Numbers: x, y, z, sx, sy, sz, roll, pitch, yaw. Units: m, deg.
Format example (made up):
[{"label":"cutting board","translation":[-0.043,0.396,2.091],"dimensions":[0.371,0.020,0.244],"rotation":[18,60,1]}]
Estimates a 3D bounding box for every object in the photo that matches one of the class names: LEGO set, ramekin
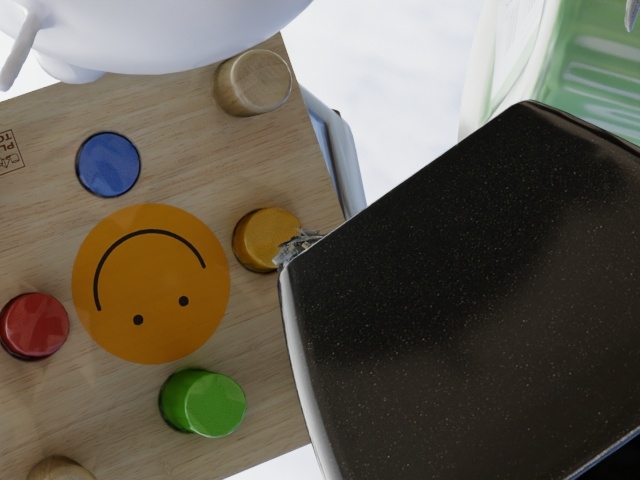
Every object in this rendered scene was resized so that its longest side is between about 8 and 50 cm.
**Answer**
[{"label":"LEGO set","translation":[0.002,0.000,0.977],"dimensions":[0.054,0.083,0.023],"rotation":[-6,-97,-58]},{"label":"ramekin","translation":[0.199,-0.136,1.205],"dimensions":[0.148,0.303,0.303],"rotation":[14,-155,-6]}]

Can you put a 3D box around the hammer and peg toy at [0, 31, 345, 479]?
[{"label":"hammer and peg toy","translation":[-0.153,0.036,1.032],"dimensions":[0.361,0.266,0.127],"rotation":[-20,-174,-16]}]

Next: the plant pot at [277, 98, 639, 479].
[{"label":"plant pot","translation":[0.089,0.060,0.695],"dimensions":[0.167,0.187,0.188],"rotation":[54,180,37]}]

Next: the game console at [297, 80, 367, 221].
[{"label":"game console","translation":[-0.009,0.005,1.639],"dimensions":[0.060,0.342,0.386],"rotation":[-10,167,15]}]

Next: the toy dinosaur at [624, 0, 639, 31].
[{"label":"toy dinosaur","translation":[0.178,-0.188,0.651],"dimensions":[0.160,0.121,0.313],"rotation":[32,158,-32]}]

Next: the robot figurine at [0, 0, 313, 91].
[{"label":"robot figurine","translation":[-0.067,-0.208,0.786],"dimensions":[0.200,0.300,0.353],"rotation":[18,-139,-3]}]
